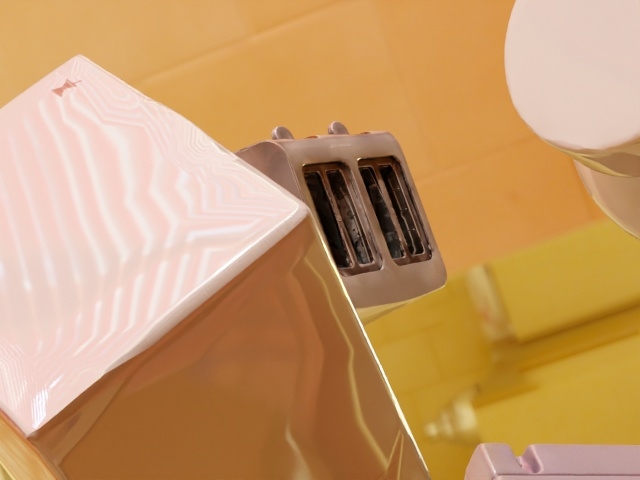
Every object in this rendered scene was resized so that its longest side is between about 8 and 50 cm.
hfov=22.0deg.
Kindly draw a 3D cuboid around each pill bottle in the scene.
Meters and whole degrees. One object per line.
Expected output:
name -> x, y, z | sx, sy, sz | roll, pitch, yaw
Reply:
pill bottle -> 0.232, -0.059, 0.835 | 0.301, 0.169, 0.169 | 21, -133, -44

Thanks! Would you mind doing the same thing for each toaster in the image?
toaster -> 0.000, 0.000, 1.344 | 0.168, 0.110, 0.186 | -9, -103, -52

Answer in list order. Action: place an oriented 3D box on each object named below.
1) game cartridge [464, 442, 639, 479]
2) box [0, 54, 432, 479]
game cartridge -> 0.293, 0.226, 1.088 | 0.230, 0.355, 0.068 | -109, 28, -51
box -> -0.075, 0.105, 0.903 | 0.215, 0.168, 0.345 | 34, 157, 43
